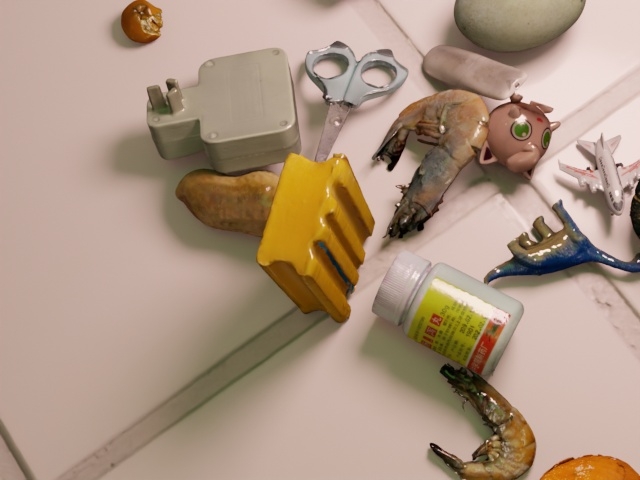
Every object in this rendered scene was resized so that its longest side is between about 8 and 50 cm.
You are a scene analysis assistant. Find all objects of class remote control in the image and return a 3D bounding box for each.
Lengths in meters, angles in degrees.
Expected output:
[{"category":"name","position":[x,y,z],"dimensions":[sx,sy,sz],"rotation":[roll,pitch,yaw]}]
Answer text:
[{"category":"remote control","position":[0.264,-0.305,1.921],"dimensions":[0.073,0.044,0.229],"rotation":[-44,41,-13]}]

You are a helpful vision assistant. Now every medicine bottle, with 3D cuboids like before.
[{"category":"medicine bottle","position":[0.211,0.117,1.805],"dimensions":[0.225,0.139,0.139],"rotation":[28,79,12]}]

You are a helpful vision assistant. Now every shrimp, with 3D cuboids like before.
[{"category":"shrimp","position":[0.169,-0.146,1.899],"dimensions":[0.178,0.075,0.289],"rotation":[43,107,35]},{"category":"shrimp","position":[0.252,0.309,1.796],"dimensions":[0.150,0.051,0.217],"rotation":[-42,78,1]}]

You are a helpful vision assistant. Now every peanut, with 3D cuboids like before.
[{"category":"peanut","position":[-0.142,-0.072,1.916],"dimensions":[0.236,0.110,0.120],"rotation":[14,97,17]}]

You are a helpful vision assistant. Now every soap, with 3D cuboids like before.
[{"category":"soap","position":[0.000,0.000,1.769],"dimensions":[0.096,0.324,0.204],"rotation":[13,75,15]}]

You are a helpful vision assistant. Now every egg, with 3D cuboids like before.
[{"category":"egg","position":[0.352,-0.421,1.928],"dimensions":[0.237,0.169,0.169],"rotation":[-14,73,5]}]

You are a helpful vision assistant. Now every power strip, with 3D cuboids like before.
[{"category":"power strip","position":[-0.176,-0.239,1.919],"dimensions":[0.261,0.141,0.229],"rotation":[-10,49,3]}]

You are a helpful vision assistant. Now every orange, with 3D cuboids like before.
[{"category":"orange","position":[0.419,0.424,1.678],"dimensions":[0.193,0.193,0.161],"rotation":[-29,107,-3]},{"category":"orange","position":[-0.338,-0.416,2.054],"dimensions":[0.086,0.062,0.086],"rotation":[-2,72,8]}]

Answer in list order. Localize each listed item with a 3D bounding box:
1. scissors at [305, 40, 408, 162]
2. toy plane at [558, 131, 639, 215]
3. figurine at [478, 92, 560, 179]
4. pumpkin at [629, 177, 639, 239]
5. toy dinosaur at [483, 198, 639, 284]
[{"category":"scissors","position":[0.033,-0.229,1.904],"dimensions":[0.191,0.029,0.360],"rotation":[13,48,9]},{"category":"toy plane","position":[0.495,-0.112,1.875],"dimensions":[0.162,0.065,0.171],"rotation":[-6,62,4]},{"category":"figurine","position":[0.342,-0.182,1.886],"dimensions":[0.125,0.125,0.138],"rotation":[18,91,11]},{"category":"pumpkin","position":[0.605,-0.056,1.796],"dimensions":[0.190,0.190,0.146],"rotation":[44,53,15]},{"category":"toy dinosaur","position":[0.408,0.047,1.843],"dimensions":[0.248,0.075,0.188],"rotation":[-38,77,-12]}]
